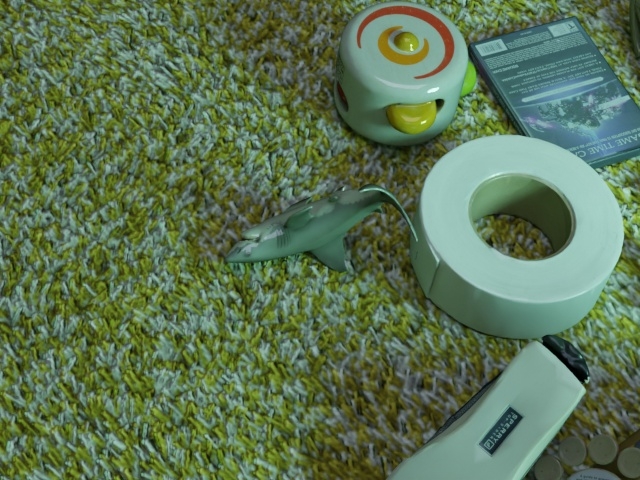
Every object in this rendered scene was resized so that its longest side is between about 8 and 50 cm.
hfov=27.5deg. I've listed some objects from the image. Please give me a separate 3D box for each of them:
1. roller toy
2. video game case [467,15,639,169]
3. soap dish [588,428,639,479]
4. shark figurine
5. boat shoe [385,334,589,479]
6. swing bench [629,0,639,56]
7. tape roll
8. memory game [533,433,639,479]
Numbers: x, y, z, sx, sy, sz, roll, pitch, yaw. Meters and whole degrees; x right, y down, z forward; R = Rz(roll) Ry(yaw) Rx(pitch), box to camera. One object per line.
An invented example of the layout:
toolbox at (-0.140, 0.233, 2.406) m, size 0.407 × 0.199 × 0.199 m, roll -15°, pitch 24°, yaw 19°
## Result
roller toy at (0.116, -0.249, 1.926) m, size 0.191 × 0.146 × 0.209 m, roll 31°, pitch 58°, yaw 14°
video game case at (0.373, -0.223, 2.013) m, size 0.196 × 0.026 × 0.274 m, roll -17°, pitch 60°, yaw -17°
soap dish at (0.516, 0.283, 1.627) m, size 0.291 × 0.118 × 0.229 m, roll -31°, pitch 65°, yaw -23°
shark figurine at (0.027, -0.012, 1.765) m, size 0.166 × 0.278 × 0.116 m, roll -36°, pitch 105°, yaw -57°
boat shoe at (0.202, 0.268, 1.611) m, size 0.340 × 0.158 × 0.127 m, roll -44°, pitch 73°, yaw 1°
swing bench at (0.640, -0.320, 2.033) m, size 0.253 × 0.165 × 0.255 m, roll -8°, pitch 52°, yaw -12°
tape roll at (0.266, -0.007, 1.807) m, size 0.286 × 0.100 × 0.286 m, roll 3°, pitch 56°, yaw -5°
memory game at (0.329, 0.324, 1.572) m, size 0.186 × 0.012 × 0.186 m, roll -6°, pitch 78°, yaw 29°
